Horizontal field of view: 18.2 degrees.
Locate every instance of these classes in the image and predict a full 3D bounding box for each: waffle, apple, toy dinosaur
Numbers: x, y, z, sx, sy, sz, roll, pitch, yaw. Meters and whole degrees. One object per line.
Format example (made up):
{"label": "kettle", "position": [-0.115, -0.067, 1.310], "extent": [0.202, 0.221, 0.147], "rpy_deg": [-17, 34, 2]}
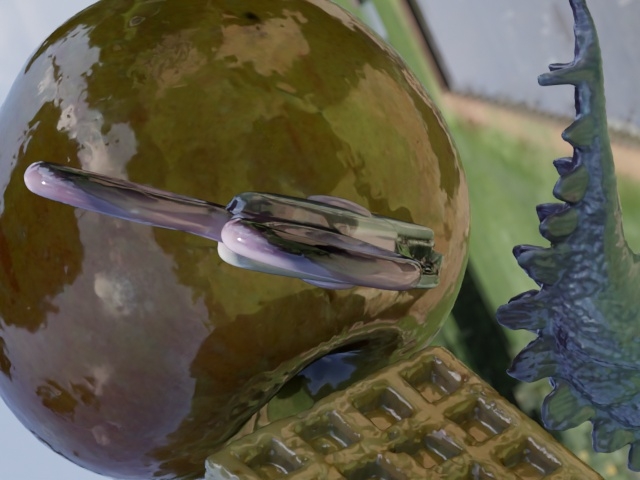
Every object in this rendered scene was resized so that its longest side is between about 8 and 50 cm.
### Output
{"label": "waffle", "position": [0.045, 0.098, 0.585], "extent": [0.148, 0.102, 0.042], "rpy_deg": [40, 139, 39]}
{"label": "apple", "position": [-0.038, -0.008, 0.694], "extent": [0.155, 0.182, 0.182], "rpy_deg": [57, 177, 20]}
{"label": "toy dinosaur", "position": [0.098, 0.018, 0.648], "extent": [0.039, 0.082, 0.209], "rpy_deg": [-72, -31, -60]}

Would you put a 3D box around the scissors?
{"label": "scissors", "position": [0.000, 0.000, 0.470], "extent": [0.176, 0.085, 0.022], "rpy_deg": [9, -85, -70]}
